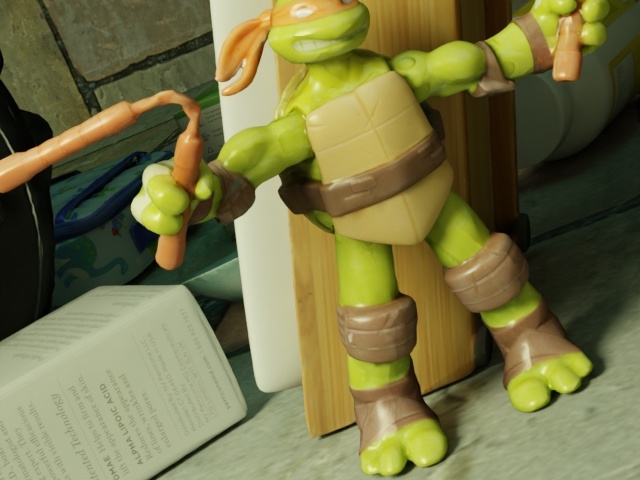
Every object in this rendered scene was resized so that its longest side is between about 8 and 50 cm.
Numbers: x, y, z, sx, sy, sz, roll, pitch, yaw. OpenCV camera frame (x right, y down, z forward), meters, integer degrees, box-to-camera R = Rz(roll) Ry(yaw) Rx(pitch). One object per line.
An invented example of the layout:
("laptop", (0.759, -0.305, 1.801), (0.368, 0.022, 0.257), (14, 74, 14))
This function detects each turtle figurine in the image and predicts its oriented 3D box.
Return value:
("turtle figurine", (0.014, -0.017, 0.647), (0.269, 0.217, 0.087), (-28, 18, -19))

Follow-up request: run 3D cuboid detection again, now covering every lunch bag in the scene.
("lunch bag", (-0.211, -0.004, 1.385), (0.176, 0.090, 0.219), (-16, 15, 22))

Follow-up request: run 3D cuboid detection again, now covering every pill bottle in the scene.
("pill bottle", (0.163, -0.116, 1.092), (0.103, 0.103, 0.184), (-16, 14, 34))

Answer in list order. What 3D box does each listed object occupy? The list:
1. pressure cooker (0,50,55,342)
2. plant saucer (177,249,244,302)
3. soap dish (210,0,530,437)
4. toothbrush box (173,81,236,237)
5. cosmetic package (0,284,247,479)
("pressure cooker", (-0.369, -0.037, 0.989), (0.375, 0.370, 0.420), (-42, 28, -3))
("plant saucer", (0.000, 0.000, 1.022), (0.195, 0.037, 0.195), (-26, 2, 1))
("soap dish", (0.034, -0.078, 0.791), (0.118, 0.291, 0.229), (0, 17, 14))
("toothbrush box", (0.023, -0.126, 1.380), (0.206, 0.122, 0.283), (-19, 11, 21))
("cosmetic package", (-0.165, 0.109, 0.798), (0.231, 0.085, 0.117), (-32, 14, -27))
